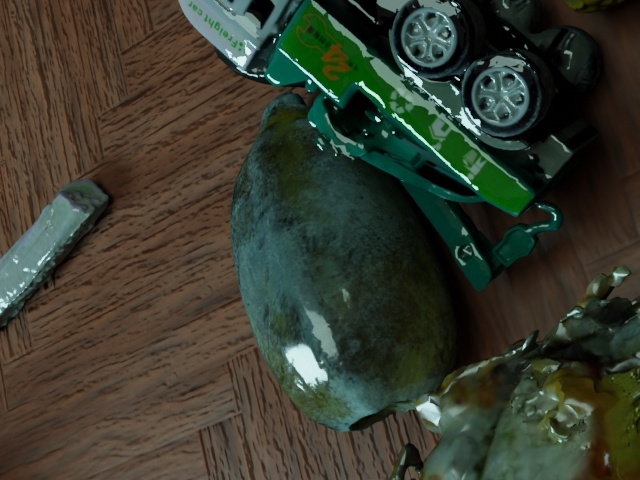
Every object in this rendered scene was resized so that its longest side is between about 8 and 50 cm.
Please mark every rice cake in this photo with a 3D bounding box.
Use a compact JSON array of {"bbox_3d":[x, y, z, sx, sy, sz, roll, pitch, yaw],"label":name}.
[{"bbox_3d":[-0.315,0.036,1.278,0.055,0.049,0.270,48,112,8],"label":"rice cake"}]

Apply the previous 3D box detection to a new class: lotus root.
[{"bbox_3d":[0.000,0.000,0.999,0.158,0.140,0.322,-36,61,26],"label":"lotus root"}]

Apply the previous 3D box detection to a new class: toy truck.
[{"bbox_3d":[0.054,-0.143,0.921,0.363,0.176,0.178,45,120,8],"label":"toy truck"}]

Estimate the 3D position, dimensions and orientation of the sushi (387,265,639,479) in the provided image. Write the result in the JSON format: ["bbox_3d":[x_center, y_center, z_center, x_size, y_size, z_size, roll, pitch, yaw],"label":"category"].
[{"bbox_3d":[0.231,0.178,0.726,0.417,0.176,0.418,-26,46,31],"label":"sushi"}]

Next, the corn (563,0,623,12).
[{"bbox_3d":[0.277,-0.338,0.853,0.387,0.144,0.144,-49,58,18],"label":"corn"}]

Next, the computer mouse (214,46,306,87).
[{"bbox_3d":[0.008,-0.191,1.063,0.217,0.073,0.122,0,98,27],"label":"computer mouse"}]
